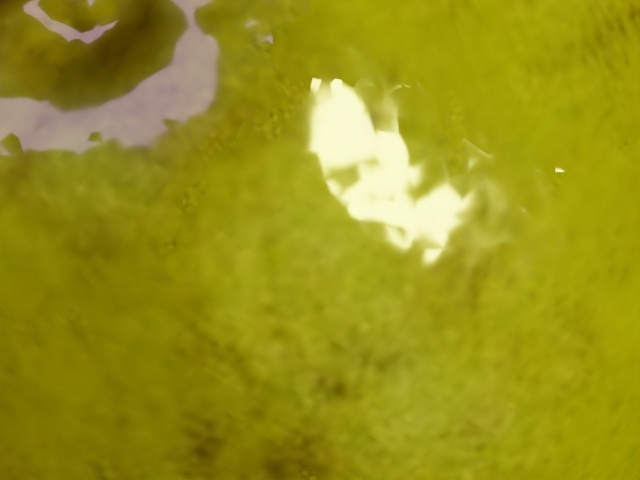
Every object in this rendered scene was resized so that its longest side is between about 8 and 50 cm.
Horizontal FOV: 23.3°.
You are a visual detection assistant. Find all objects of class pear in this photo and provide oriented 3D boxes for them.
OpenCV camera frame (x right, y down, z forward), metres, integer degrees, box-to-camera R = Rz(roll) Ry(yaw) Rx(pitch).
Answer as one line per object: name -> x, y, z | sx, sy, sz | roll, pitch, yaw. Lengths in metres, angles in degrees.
pear -> 0.000, 0.000, 0.571 | 0.351, 0.413, 0.352 | -5, 70, 13
